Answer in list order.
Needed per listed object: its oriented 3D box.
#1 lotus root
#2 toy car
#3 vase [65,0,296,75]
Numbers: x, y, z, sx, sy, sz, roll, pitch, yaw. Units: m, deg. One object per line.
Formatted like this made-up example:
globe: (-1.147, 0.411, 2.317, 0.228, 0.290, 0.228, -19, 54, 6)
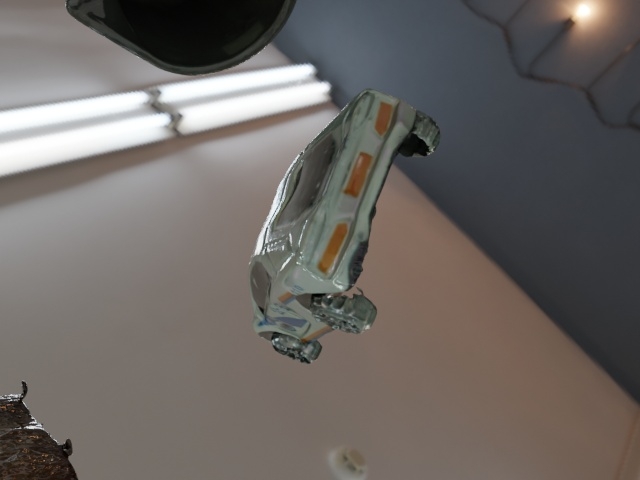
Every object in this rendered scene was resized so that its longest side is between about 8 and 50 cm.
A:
lotus root: (-0.196, 0.183, 0.616, 0.074, 0.260, 0.170, -13, -134, -26)
toy car: (0.000, 0.000, 0.451, 0.056, 0.205, 0.095, 23, -106, -6)
vase: (-0.125, -0.263, 0.848, 0.251, 0.156, 0.301, -17, -148, -18)
